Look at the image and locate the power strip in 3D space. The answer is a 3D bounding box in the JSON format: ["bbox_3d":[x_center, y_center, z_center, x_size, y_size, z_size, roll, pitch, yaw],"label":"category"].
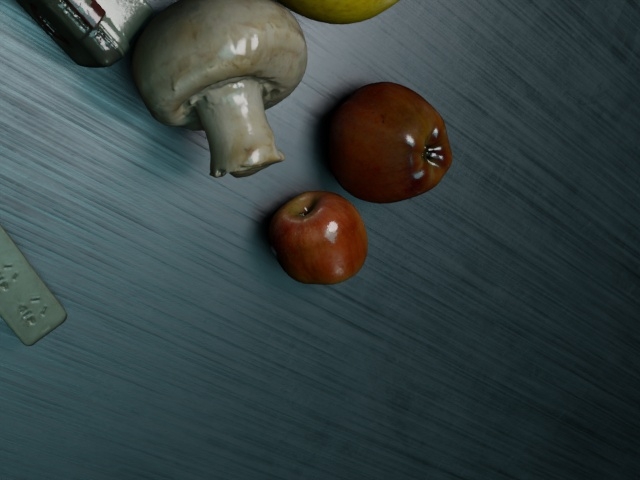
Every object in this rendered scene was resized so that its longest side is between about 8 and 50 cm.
[{"bbox_3d":[-0.536,0.045,1.585,0.093,0.053,0.288,-37,121,-13],"label":"power strip"}]

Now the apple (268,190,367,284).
[{"bbox_3d":[0.000,0.000,1.801,0.199,0.199,0.199,-9,111,-26],"label":"apple"}]

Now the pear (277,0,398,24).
[{"bbox_3d":[0.000,-0.475,1.574,0.386,0.340,0.191,-17,140,-51],"label":"pear"}]

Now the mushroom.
[{"bbox_3d":[-0.149,-0.249,1.539,0.297,0.297,0.290,-16,79,-24],"label":"mushroom"}]

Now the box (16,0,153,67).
[{"bbox_3d":[-0.377,-0.379,1.481,0.129,0.148,0.210,-53,123,-17],"label":"box"}]

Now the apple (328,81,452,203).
[{"bbox_3d":[0.126,-0.184,1.778,0.234,0.234,0.234,-9,111,-26],"label":"apple"}]
